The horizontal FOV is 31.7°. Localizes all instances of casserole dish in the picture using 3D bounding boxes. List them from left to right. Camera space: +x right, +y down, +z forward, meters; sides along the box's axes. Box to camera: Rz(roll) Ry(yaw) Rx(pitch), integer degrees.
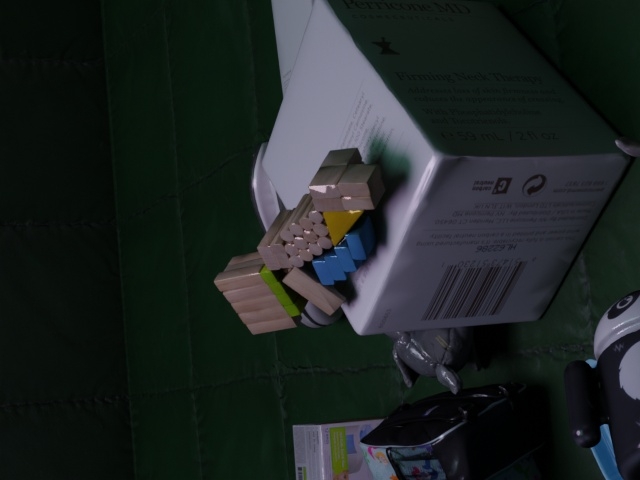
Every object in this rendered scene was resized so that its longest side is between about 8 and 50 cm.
[{"bbox_3d":[0.405,0.246,1.521,0.114,0.037,0.188,-56,45,46],"label":"casserole dish"}]

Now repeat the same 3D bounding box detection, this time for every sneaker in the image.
[{"bbox_3d":[0.047,0.005,2.027,0.447,0.257,0.169,72,-158,-46],"label":"sneaker"}]

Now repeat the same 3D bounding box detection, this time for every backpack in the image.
[{"bbox_3d":[0.193,0.321,1.705,0.253,0.225,0.191,-11,98,50],"label":"backpack"}]

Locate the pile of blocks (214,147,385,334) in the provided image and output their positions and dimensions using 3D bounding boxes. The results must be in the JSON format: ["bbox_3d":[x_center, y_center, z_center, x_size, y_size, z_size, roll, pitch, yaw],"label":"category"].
[{"bbox_3d":[0.000,0.000,1.526,0.362,0.149,0.112,-43,12,45],"label":"pile of blocks"}]

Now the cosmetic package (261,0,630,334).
[{"bbox_3d":[0.160,-0.118,1.644,0.394,0.329,0.327,59,141,40],"label":"cosmetic package"}]

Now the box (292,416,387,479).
[{"bbox_3d":[0.066,0.369,1.970,0.103,0.203,0.114,-16,75,60],"label":"box"}]

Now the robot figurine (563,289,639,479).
[{"bbox_3d":[0.413,0.183,1.300,0.173,0.209,0.278,-48,35,45],"label":"robot figurine"}]

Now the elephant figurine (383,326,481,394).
[{"bbox_3d":[0.186,0.155,1.801,0.186,0.169,0.239,-63,-17,-15],"label":"elephant figurine"}]

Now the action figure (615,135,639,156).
[{"bbox_3d":[0.488,-0.170,1.290,0.330,0.178,0.341,-51,18,42],"label":"action figure"}]

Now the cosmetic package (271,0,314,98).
[{"bbox_3d":[0.035,-0.351,2.004,0.155,0.197,0.365,-23,73,59],"label":"cosmetic package"}]
